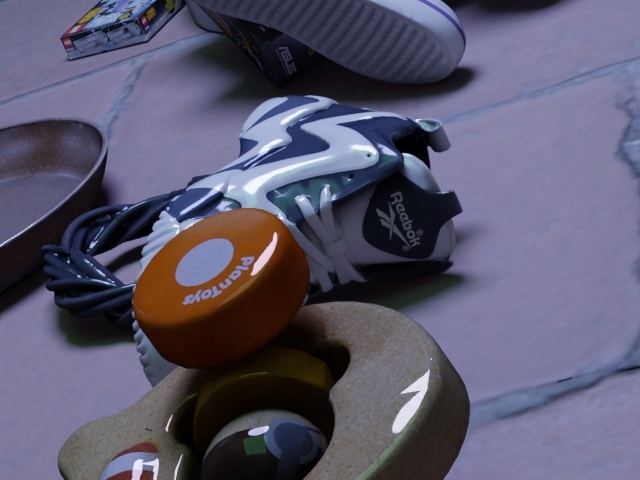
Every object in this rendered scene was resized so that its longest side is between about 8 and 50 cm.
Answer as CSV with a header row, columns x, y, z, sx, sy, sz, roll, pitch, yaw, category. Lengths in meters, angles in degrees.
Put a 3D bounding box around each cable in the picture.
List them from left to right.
x,y,z,sx,sy,sz,roll,pitch,yaw,category
-0.106,0.011,1.243,0.185,0.047,0.150,-6,32,26,cable

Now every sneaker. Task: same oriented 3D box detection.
x,y,z,sx,sy,sz,roll,pitch,yaw,category
0.000,0.000,1.092,0.153,0.094,0.235,-1,34,33,sneaker
0.019,-0.230,1.447,0.282,0.102,0.161,27,65,29,sneaker

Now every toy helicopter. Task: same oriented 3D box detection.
x,y,z,sx,sy,sz,roll,pitch,yaw,category
-0.082,0.159,0.825,0.355,0.140,0.235,-38,34,-8,toy helicopter

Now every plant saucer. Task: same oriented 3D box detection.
x,y,z,sx,sy,sz,roll,pitch,yaw,category
-0.296,-0.001,1.430,0.311,0.050,0.310,-20,23,9,plant saucer

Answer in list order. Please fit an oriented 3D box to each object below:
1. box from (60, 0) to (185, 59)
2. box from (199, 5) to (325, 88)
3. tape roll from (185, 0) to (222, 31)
x,y,z,sx,sy,sz,roll,pitch,yaw,category
-0.184,-0.226,1.854,0.094,0.027,0.137,-11,25,28,box
-0.030,-0.255,1.573,0.183,0.056,0.231,-36,55,-10,box
0.043,-0.314,1.784,0.392,0.072,0.392,-19,23,9,tape roll
